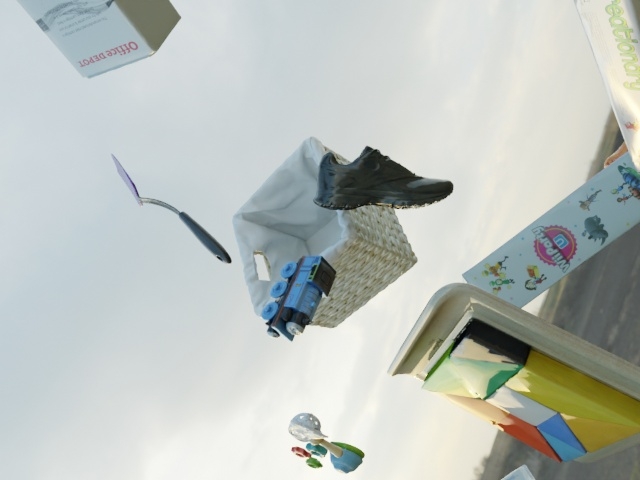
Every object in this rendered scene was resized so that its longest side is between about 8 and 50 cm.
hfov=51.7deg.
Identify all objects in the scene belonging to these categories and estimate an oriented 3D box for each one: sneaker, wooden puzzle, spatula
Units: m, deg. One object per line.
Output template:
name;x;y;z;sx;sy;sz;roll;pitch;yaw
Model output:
sneaker;0.129;-0.125;1.331;0.109;0.286;0.130;170;100;-82
wooden puzzle;0.187;0.136;0.592;0.221;0.238;0.044;101;-167;-61
sneaker;0.638;-0.200;1.329;0.175;0.067;0.064;-35;-20;-3
spatula;-0.259;-0.051;1.124;0.030;0.296;0.084;-48;-18;-23

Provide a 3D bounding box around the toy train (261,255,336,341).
toy train;-0.044;0.112;1.314;0.080;0.105;0.184;47;-126;-37

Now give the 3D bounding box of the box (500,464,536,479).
box;0.279;0.425;0.805;0.126;0.232;0.148;-36;-2;5

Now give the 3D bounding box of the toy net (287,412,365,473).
toy net;-0.009;0.357;1.188;0.232;0.122;0.045;60;-137;-44

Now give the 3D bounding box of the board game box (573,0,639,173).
board game box;0.325;-0.216;0.617;0.305;0.053;0.193;38;-104;-47

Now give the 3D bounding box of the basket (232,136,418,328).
basket;0.000;0.000;1.600;0.266;0.328;0.331;23;-54;-41

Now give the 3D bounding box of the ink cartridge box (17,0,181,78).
ink cartridge box;-0.448;-0.481;1.236;0.307;0.223;0.129;54;-136;-36

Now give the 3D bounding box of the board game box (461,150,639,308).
board game box;0.375;0.005;1.059;0.303;0.097;0.224;-39;-12;6
